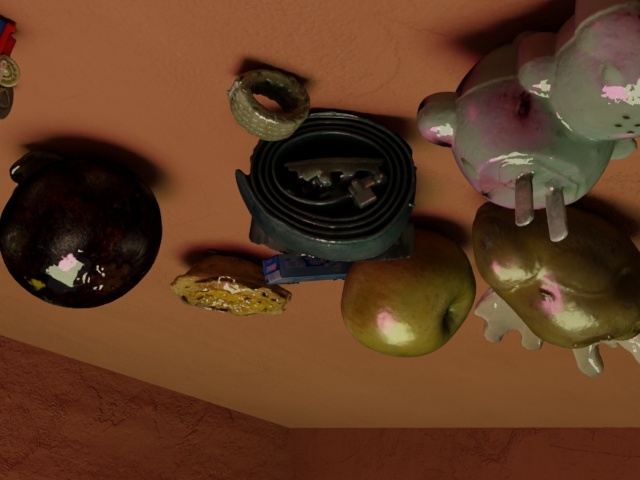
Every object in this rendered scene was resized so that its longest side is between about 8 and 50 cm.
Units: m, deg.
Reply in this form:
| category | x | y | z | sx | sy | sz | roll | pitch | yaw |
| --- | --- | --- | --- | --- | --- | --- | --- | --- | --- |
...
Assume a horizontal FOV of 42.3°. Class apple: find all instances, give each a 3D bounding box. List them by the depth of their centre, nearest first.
| category | x | y | z | sx | sy | sz | roll | pitch | yaw |
| --- | --- | --- | --- | --- | --- | --- | --- | --- | --- |
| apple | 0.164 | 0.096 | 1.527 | 0.194 | 0.261 | 0.261 | 29 | 172 | 34 |

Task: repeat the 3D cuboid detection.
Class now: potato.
| category | x | y | z | sx | sy | sz | roll | pitch | yaw |
| --- | --- | --- | --- | --- | --- | --- | --- | --- | --- |
| potato | 0.399 | 0.049 | 1.380 | 0.351 | 0.202 | 0.218 | 38 | 120 | -15 |

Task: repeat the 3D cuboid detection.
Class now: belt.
| category | x | y | z | sx | sy | sz | roll | pitch | yaw |
| --- | --- | --- | --- | --- | --- | --- | --- | --- | --- |
| belt | 0.007 | -0.078 | 1.204 | 0.267 | 0.207 | 0.116 | 9 | 159 | 7 |

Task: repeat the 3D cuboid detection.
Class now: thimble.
| category | x | y | z | sx | sy | sz | roll | pitch | yaw |
| --- | --- | --- | --- | --- | --- | --- | --- | --- | --- |
| thimble | -0.072 | -0.187 | 1.128 | 0.110 | 0.084 | 0.062 | 28 | 152 | -14 |

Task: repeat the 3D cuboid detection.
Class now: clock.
| category | x | y | z | sx | sy | sz | roll | pitch | yaw |
| --- | --- | --- | --- | --- | --- | --- | --- | --- | --- |
| clock | 0.021 | -0.020 | 1.371 | 0.280 | 0.055 | 0.280 | 4 | -170 | -1 |

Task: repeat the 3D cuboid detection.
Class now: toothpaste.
| category | x | y | z | sx | sy | sz | roll | pitch | yaw |
| --- | --- | --- | --- | --- | --- | --- | --- | --- | --- |
| toothpaste | 0.023 | 0.047 | 1.603 | 0.272 | 0.053 | 0.066 | -2 | 166 | -31 |

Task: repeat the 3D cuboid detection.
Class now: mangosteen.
| category | x | y | z | sx | sy | sz | roll | pitch | yaw |
| --- | --- | --- | --- | --- | --- | --- | --- | --- | --- |
| mangosteen | -0.421 | -0.023 | 1.447 | 0.288 | 0.288 | 0.288 | 7 | 158 | 3 |

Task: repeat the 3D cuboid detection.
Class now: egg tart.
| category | x | y | z | sx | sy | sz | roll | pitch | yaw |
| --- | --- | --- | --- | --- | --- | --- | --- | --- | --- |
| egg tart | -0.197 | 0.094 | 1.852 | 0.290 | 0.107 | 0.291 | 6 | 163 | 2 |

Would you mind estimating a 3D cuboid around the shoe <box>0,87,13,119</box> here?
| category | x | y | z | sx | sy | sz | roll | pitch | yaw |
| --- | --- | --- | --- | --- | --- | --- | --- | --- | --- |
| shoe | -0.532 | -0.235 | 1.203 | 0.099 | 0.071 | 0.169 | -2 | 152 | 31 |

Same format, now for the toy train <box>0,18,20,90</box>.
| category | x | y | z | sx | sy | sz | roll | pitch | yaw |
| --- | --- | --- | --- | --- | --- | --- | --- | --- | --- |
| toy train | -0.472 | -0.206 | 1.070 | 0.082 | 0.204 | 0.131 | -12 | 146 | 41 |

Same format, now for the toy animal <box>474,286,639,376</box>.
| category | x | y | z | sx | sy | sz | roll | pitch | yaw |
| --- | --- | --- | --- | --- | --- | --- | --- | --- | --- |
| toy animal | 0.482 | 0.126 | 1.627 | 0.266 | 0.188 | 0.308 | 45 | 142 | -10 |

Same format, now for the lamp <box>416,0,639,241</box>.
| category | x | y | z | sx | sy | sz | roll | pitch | yaw |
| --- | --- | --- | --- | --- | --- | --- | --- | --- | --- |
| lamp | 0.283 | -0.134 | 0.931 | 0.247 | 0.247 | 0.301 | 18 | 149 | -30 |
